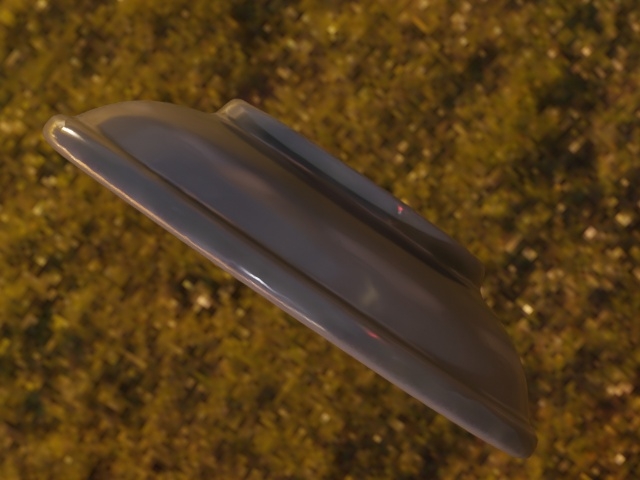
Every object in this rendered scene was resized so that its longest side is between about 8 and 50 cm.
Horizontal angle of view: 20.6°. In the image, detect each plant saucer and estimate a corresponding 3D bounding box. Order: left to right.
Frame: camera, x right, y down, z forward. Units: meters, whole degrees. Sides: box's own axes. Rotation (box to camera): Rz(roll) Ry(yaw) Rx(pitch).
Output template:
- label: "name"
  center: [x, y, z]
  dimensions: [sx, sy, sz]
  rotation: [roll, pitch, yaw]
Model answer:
- label: "plant saucer"
  center: [0.000, 0.000, 1.214]
  dimensions: [0.100, 0.400, 0.400]
  rotation: [-57, 36, 0]
